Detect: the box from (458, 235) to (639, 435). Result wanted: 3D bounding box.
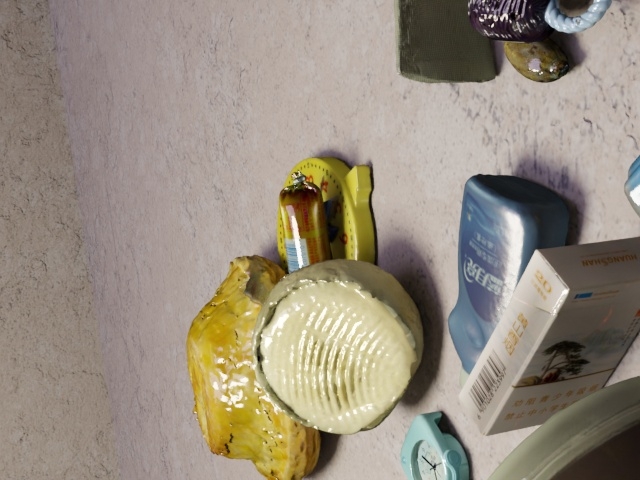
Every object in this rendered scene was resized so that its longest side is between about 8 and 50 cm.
[{"bbox_3d":[0.259,0.105,1.069,0.067,0.149,0.233,57,142,38],"label":"box"}]

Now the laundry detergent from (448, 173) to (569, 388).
[{"bbox_3d":[0.214,0.072,1.211,0.143,0.094,0.290,34,124,52],"label":"laundry detergent"}]

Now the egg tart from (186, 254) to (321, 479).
[{"bbox_3d":[-0.140,0.242,1.790,0.443,0.178,0.443,171,90,-71],"label":"egg tart"}]

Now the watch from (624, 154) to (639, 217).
[{"bbox_3d":[0.393,-0.050,0.751,0.274,0.241,0.305,-57,41,26],"label":"watch"}]

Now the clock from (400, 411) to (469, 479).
[{"bbox_3d":[0.169,0.322,1.392,0.147,0.045,0.108,55,141,43],"label":"clock"}]

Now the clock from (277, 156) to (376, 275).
[{"bbox_3d":[-0.005,0.001,1.644,0.293,0.071,0.277,-16,81,63],"label":"clock"}]

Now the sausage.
[{"bbox_3d":[-0.011,0.073,1.556,0.082,0.082,0.372,14,116,61],"label":"sausage"}]

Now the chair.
[{"bbox_3d":[0.120,-0.358,1.264,0.186,0.160,0.319,11,103,56],"label":"chair"}]

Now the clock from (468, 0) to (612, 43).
[{"bbox_3d":[0.243,-0.308,1.065,0.194,0.100,0.196,21,105,52],"label":"clock"}]

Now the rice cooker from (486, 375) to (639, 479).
[{"bbox_3d":[0.296,0.303,0.852,0.325,0.335,0.335,52,138,45],"label":"rice cooker"}]

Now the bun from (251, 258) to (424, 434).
[{"bbox_3d":[0.028,0.143,1.455,0.152,0.259,0.259,-48,-36,-70],"label":"bun"}]

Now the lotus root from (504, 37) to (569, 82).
[{"bbox_3d":[0.249,-0.208,1.141,0.099,0.054,0.049,50,125,48],"label":"lotus root"}]
